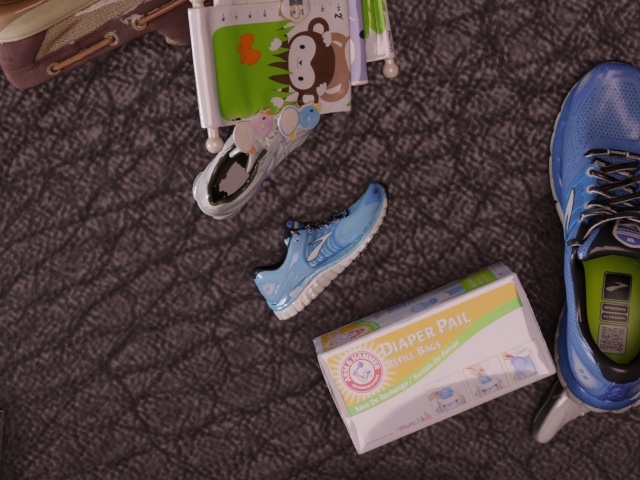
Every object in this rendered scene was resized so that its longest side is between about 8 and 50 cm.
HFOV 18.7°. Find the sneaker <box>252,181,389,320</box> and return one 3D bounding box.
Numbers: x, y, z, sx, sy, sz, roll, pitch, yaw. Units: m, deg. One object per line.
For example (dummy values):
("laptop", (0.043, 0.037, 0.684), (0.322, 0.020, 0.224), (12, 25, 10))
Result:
("sneaker", (0.000, 0.000, 1.850), (0.162, 0.063, 0.073), (-45, 93, 2))

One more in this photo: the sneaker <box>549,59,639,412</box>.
("sneaker", (0.283, -0.011, 1.801), (0.130, 0.147, 0.330), (0, 79, -2))

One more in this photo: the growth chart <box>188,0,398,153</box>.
("growth chart", (-0.024, -0.182, 1.795), (0.237, 0.021, 0.172), (-23, 107, -32))

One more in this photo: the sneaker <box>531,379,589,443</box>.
("sneaker", (0.264, 0.142, 1.880), (0.061, 0.054, 0.152), (39, 93, -8))

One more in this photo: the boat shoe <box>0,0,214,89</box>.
("boat shoe", (-0.148, -0.239, 1.806), (0.342, 0.123, 0.123), (-26, 127, -10))

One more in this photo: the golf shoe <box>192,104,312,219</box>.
("golf shoe", (-0.053, -0.094, 1.826), (0.069, 0.086, 0.176), (33, 92, -4))

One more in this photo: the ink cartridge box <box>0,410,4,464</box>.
("ink cartridge box", (-0.422, 0.309, 1.830), (0.223, 0.129, 0.307), (5, 96, -3))

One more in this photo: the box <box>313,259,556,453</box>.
("box", (0.105, 0.109, 1.840), (0.203, 0.114, 0.103), (-23, 96, 1))
